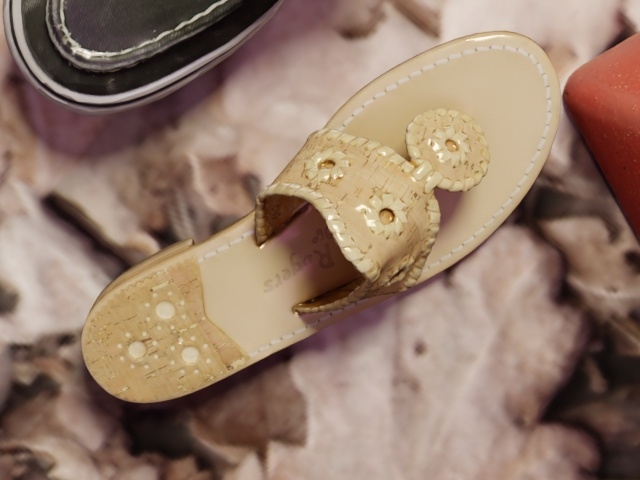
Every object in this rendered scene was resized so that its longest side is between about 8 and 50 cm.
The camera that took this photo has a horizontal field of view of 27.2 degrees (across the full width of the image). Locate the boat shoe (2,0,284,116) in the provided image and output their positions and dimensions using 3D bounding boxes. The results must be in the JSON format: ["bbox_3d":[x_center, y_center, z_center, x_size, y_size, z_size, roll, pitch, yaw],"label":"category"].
[{"bbox_3d":[-0.007,-0.159,0.481,0.306,0.105,0.113,-40,104,10],"label":"boat shoe"}]

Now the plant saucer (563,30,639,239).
[{"bbox_3d":[0.276,-0.020,0.565,0.258,0.048,0.259,-30,107,8],"label":"plant saucer"}]

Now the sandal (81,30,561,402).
[{"bbox_3d":[0.004,0.005,0.547,0.240,0.079,0.088,-32,106,8],"label":"sandal"}]
